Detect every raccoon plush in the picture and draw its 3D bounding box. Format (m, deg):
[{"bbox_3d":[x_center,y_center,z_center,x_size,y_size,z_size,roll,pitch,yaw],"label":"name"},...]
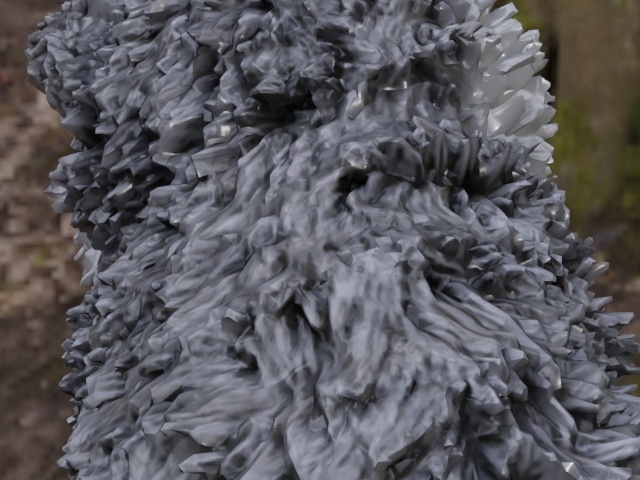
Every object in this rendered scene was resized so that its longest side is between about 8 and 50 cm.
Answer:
[{"bbox_3d":[0.000,0.000,0.506,0.216,0.299,0.446,-20,-11,-1],"label":"raccoon plush"}]
